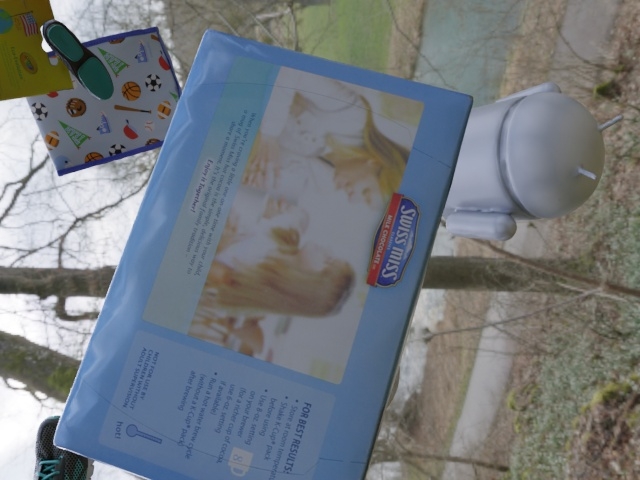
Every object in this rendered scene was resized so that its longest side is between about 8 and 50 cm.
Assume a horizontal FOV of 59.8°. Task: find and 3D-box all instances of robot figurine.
[{"bbox_3d":[0.309,-0.131,0.934,0.353,0.200,0.299,-2,62,54],"label":"robot figurine"}]

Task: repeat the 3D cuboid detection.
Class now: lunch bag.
[{"bbox_3d":[-0.583,-0.391,1.559,0.239,0.386,0.327,-127,19,-71],"label":"lunch bag"}]

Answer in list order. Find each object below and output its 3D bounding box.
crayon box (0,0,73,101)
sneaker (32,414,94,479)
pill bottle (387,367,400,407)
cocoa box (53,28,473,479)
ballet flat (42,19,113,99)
[{"bbox_3d":[-0.718,-0.394,1.178,0.081,0.319,0.202,29,131,53],"label":"crayon box"},{"bbox_3d":[-0.294,0.282,0.619,0.076,0.065,0.166,57,-159,-82],"label":"sneaker"},{"bbox_3d":[-0.005,0.308,1.364,0.361,0.204,0.204,-6,81,45],"label":"pill bottle"},{"bbox_3d":[-0.029,0.037,0.510,0.228,0.232,0.347,63,-136,-79],"label":"cocoa box"},{"bbox_3d":[-0.533,-0.398,1.223,0.203,0.074,0.074,58,-155,-50],"label":"ballet flat"}]
